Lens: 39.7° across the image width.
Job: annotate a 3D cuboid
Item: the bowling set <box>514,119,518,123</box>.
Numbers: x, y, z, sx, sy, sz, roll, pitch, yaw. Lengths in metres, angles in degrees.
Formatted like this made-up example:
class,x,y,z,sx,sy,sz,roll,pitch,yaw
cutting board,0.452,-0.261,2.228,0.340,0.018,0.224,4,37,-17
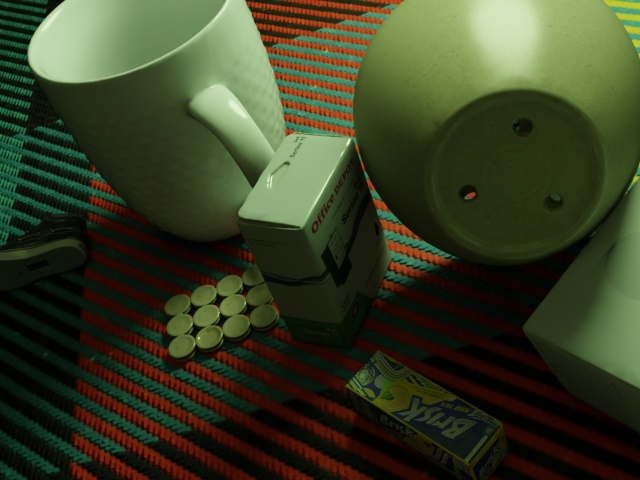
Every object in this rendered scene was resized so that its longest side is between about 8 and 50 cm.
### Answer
class,x,y,z,sx,sy,sz,roll,pitch,yaw
bowling set,0.212,-0.234,1.233,0.154,0.287,0.200,21,16,27

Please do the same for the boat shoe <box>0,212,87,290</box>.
class,x,y,z,sx,sy,sz,roll,pitch,yaw
boat shoe,-0.431,0.016,1.311,0.183,0.065,0.083,-12,42,1

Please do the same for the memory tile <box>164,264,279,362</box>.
class,x,y,z,sx,sy,sz,roll,pitch,yaw
memory tile,-0.128,0.093,1.138,0.148,0.012,0.113,-20,43,2

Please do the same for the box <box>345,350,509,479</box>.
class,x,y,z,sx,sy,sz,roll,pitch,yaw
box,0.109,0.183,0.916,0.169,0.054,0.059,27,62,39

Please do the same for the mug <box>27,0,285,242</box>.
class,x,y,z,sx,sy,sz,roll,pitch,yaw
mug,-0.158,-0.145,1.157,0.276,0.328,0.374,-38,45,-15

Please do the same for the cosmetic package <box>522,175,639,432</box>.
class,x,y,z,sx,sy,sz,roll,pitch,yaw
cosmetic package,0.357,0.073,0.813,0.224,0.138,0.225,-49,38,-9

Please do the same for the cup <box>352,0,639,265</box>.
class,x,y,z,sx,sy,sz,roll,pitch,yaw
cup,0.190,-0.103,0.920,0.331,0.331,0.237,-12,22,12

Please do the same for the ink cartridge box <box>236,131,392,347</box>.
class,x,y,z,sx,sy,sz,roll,pitch,yaw
ink cartridge box,0.000,0.000,1.032,0.087,0.208,0.153,6,50,28
